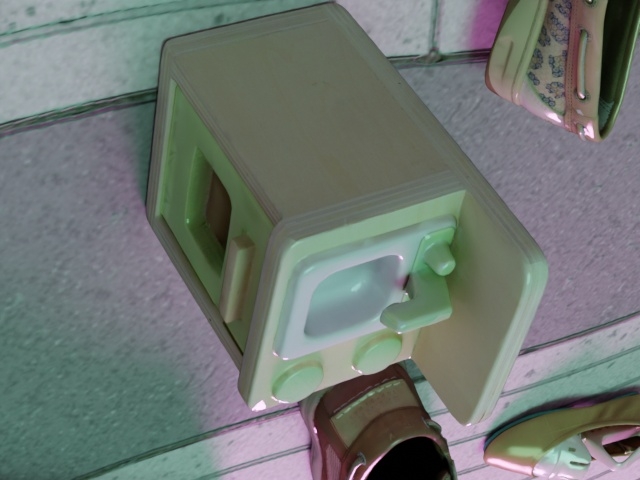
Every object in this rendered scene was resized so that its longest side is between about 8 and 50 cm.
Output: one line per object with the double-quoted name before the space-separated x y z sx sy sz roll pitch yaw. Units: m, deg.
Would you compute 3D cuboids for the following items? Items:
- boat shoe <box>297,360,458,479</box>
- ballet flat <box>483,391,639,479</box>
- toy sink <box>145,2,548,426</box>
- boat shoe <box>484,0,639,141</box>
"boat shoe" 0.060 0.203 1.279 0.123 0.116 0.324 -32 147 -4
"ballet flat" 0.274 0.208 1.518 0.232 0.073 0.080 -11 140 -32
"toy sink" 0.000 0.000 0.859 0.131 0.234 0.153 -17 144 -26
"boat shoe" 0.185 -0.182 0.901 0.104 0.089 0.285 -41 159 -33
